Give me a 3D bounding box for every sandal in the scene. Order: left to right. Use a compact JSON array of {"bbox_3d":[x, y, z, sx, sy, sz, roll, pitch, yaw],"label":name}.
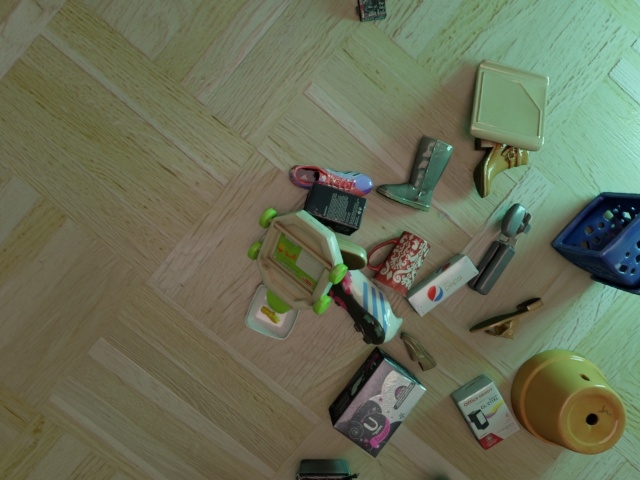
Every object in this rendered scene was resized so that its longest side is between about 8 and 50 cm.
[{"bbox_3d":[0.572,0.256,1.571,0.240,0.088,0.079,-24,89,-7],"label":"sandal"}]

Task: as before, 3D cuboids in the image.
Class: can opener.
[{"bbox_3d":[0.522,0.021,1.552,0.095,0.076,0.284,33,91,-25],"label":"can opener"}]

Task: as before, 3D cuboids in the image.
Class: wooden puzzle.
[{"bbox_3d":[0.551,-0.392,1.532,0.220,0.044,0.239,13,78,-4],"label":"wooden puzzle"}]

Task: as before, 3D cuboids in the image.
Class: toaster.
[{"bbox_3d":[0.016,0.748,1.554,0.185,0.110,0.168,1,94,-3],"label":"toaster"}]

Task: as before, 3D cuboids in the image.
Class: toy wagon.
[{"bbox_3d":[-0.078,0.083,1.418,0.267,0.068,0.344,38,128,18],"label":"toy wagon"}]

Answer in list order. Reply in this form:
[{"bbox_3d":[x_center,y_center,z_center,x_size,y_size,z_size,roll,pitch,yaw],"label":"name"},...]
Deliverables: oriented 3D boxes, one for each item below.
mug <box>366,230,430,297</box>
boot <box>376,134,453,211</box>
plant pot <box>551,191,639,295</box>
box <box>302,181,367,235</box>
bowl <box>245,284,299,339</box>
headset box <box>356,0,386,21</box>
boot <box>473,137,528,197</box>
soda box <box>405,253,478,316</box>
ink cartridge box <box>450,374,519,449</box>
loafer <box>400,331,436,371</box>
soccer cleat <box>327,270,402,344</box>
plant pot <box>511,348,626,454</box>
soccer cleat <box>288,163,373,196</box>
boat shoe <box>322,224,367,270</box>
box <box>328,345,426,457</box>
[{"bbox_3d":[0.227,0.058,1.521,0.150,0.113,0.169,32,87,-23],"label":"mug"},{"bbox_3d":[0.276,-0.205,1.528,0.189,0.076,0.209,16,100,-19],"label":"boot"},{"bbox_3d":[0.868,0.015,1.509,0.212,0.236,0.236,43,90,-12],"label":"plant pot"},{"bbox_3d":[0.033,-0.085,1.473,0.158,0.156,0.093,17,82,-5],"label":"box"},{"bbox_3d":[-0.137,0.206,1.538,0.142,0.053,0.142,23,92,-4],"label":"bowl"},{"bbox_3d":[0.144,-0.670,1.510,0.083,0.032,0.062,-9,94,-2],"label":"headset box"},{"bbox_3d":[0.538,-0.223,1.547,0.152,0.073,0.197,0,96,-8],"label":"boot"},{"bbox_3d":[0.355,0.130,1.555,0.216,0.074,0.069,-37,95,0],"label":"soda box"},{"bbox_3d":[0.498,0.520,1.590,0.127,0.072,0.175,-32,96,-1],"label":"ink cartridge box"},{"bbox_3d":[0.287,0.337,1.572,0.050,0.056,0.148,-44,95,-6],"label":"loafer"},{"bbox_3d":[0.111,0.150,1.535,0.143,0.116,0.331,-25,78,-43],"label":"soccer cleat"},{"bbox_3d":[0.741,0.488,1.539,0.290,0.203,0.291,0,94,-3],"label":"plant pot"},{"bbox_3d":[0.031,-0.171,1.503,0.247,0.095,0.083,11,93,-4],"label":"soccer cleat"},{"bbox_3d":[0.000,0.000,1.455,0.302,0.109,0.098,14,55,29],"label":"boat shoe"},{"bbox_3d":[0.163,0.468,1.530,0.163,0.142,0.247,37,91,-5],"label":"box"}]
